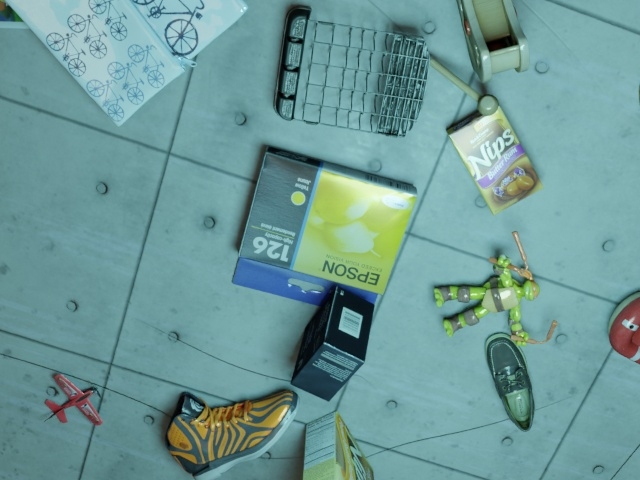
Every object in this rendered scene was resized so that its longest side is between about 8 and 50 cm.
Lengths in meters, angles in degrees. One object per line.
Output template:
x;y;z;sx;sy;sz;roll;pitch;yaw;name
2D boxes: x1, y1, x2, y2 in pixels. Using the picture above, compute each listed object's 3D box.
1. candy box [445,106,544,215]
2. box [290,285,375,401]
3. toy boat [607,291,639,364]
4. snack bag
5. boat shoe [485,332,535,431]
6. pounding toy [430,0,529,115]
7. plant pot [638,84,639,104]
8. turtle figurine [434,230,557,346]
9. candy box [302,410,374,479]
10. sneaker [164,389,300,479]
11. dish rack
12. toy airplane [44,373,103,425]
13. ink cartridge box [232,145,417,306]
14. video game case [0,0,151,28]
0.329;-0.154;1.442;0.109;0.053;0.187;-30;106;13;candy box
0.025;0.205;1.512;0.093;0.156;0.158;27;132;-10;box
0.692;0.206;1.516;0.231;0.151;0.151;27;109;-8;toy boat
-0.339;-0.422;1.331;0.342;0.037;0.323;-35;107;14;snack bag
0.408;0.301;1.603;0.080;0.073;0.224;-18;110;9;boat shoe
0.259;-0.343;1.297;0.154;0.154;0.270;-14;97;7;pounding toy
0.688;-0.250;1.319;0.205;0.188;0.205;1;111;2;plant pot
0.342;0.105;1.523;0.217;0.087;0.270;-14;119;15;turtle figurine
0.041;0.521;1.571;0.087;0.316;0.183;-26;108;10;candy box
-0.207;0.385;1.630;0.321;0.125;0.180;-37;107;15;sneaker
0.057;-0.298;1.387;0.271;0.074;0.208;9;112;-3;dish rack
-0.548;0.361;1.683;0.151;0.028;0.151;1;110;3;toy airplane
0.000;0.000;1.505;0.303;0.072;0.307;15;109;-4;ink cartridge box
-0.445;-0.537;1.328;0.299;0.036;0.329;2;112;1;video game case
